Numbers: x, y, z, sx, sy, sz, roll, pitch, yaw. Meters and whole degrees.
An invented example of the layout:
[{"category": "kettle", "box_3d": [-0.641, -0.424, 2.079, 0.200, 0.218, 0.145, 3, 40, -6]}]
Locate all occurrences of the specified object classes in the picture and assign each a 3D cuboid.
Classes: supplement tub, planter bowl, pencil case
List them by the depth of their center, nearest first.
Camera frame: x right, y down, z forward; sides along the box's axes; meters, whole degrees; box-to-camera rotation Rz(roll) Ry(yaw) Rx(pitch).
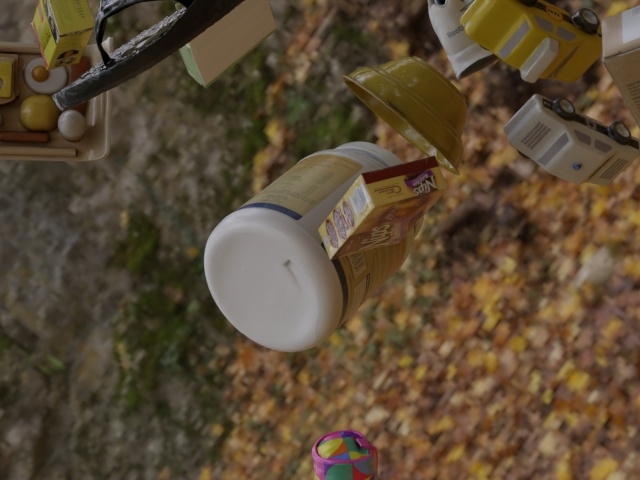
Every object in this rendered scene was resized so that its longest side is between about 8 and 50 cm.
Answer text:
[{"category": "planter bowl", "box_3d": [0.139, -0.194, 1.892, 0.090, 0.217, 0.217, -51, -4, 0]}, {"category": "pencil case", "box_3d": [0.043, 0.397, 1.982, 0.104, 0.104, 0.236, -48, -43, -57]}, {"category": "supplement tub", "box_3d": [0.000, 0.000, 2.022, 0.316, 0.228, 0.228, -40, -14, -47]}]

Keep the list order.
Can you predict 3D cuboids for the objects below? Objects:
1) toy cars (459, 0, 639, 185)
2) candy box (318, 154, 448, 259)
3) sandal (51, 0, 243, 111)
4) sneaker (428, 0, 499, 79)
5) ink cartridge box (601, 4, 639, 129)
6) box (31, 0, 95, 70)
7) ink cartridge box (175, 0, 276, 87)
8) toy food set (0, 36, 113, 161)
[{"category": "toy cars", "box_3d": [0.314, -0.185, 1.789, 0.393, 0.176, 0.087, 59, -155, -44]}, {"category": "candy box", "box_3d": [0.077, -0.040, 1.742, 0.109, 0.053, 0.186, -15, -18, -23]}, {"category": "sandal", "box_3d": [-0.145, -0.311, 1.590, 0.446, 0.107, 0.167, -36, 14, 3]}, {"category": "sneaker", "box_3d": [0.219, -0.343, 2.048, 0.111, 0.129, 0.297, -30, 15, 11]}, {"category": "ink cartridge box", "box_3d": [0.465, -0.201, 1.543, 0.235, 0.193, 0.088, -18, 37, 25]}, {"category": "box", "box_3d": [-0.389, -0.326, 2.036, 0.058, 0.087, 0.232, -17, 0, -16]}, {"category": "ink cartridge box", "box_3d": [-0.167, -0.381, 2.249, 0.171, 0.056, 0.235, -41, -27, -13]}, {"category": "toy food set", "box_3d": [-0.519, -0.257, 2.367, 0.092, 0.306, 0.219, 128, 143, -75]}]
